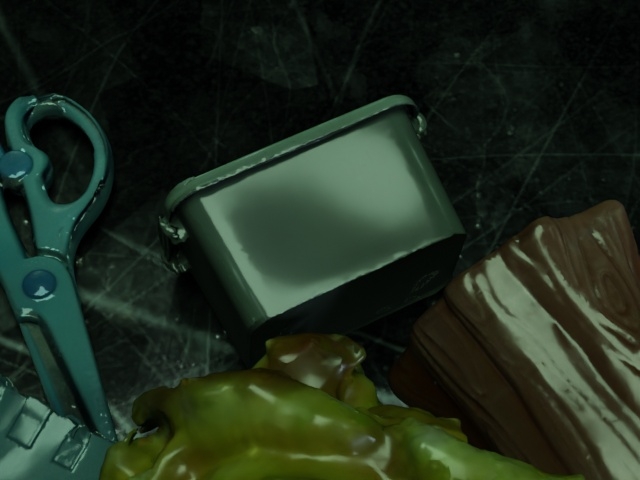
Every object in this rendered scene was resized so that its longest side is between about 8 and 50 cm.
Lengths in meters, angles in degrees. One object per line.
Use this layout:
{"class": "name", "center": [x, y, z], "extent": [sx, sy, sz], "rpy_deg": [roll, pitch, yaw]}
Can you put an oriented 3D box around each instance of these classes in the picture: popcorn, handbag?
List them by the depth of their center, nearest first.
{"class": "popcorn", "center": [0.012, 0.231, 1.105], "extent": [0.321, 0.325, 0.290], "rpy_deg": [28, 86, 44]}
{"class": "handbag", "center": [-0.250, 0.189, 1.224], "extent": [0.221, 0.057, 0.144], "rpy_deg": [26, 74, 16]}

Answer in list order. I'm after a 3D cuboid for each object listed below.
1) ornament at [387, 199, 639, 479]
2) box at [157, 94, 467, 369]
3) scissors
{"class": "ornament", "center": [0.200, 0.125, 1.200], "extent": [0.235, 0.221, 0.218], "rpy_deg": [-38, 66, 14]}
{"class": "box", "center": [0.000, 0.000, 1.300], "extent": [0.243, 0.163, 0.135], "rpy_deg": [-23, 70, -14]}
{"class": "scissors", "center": [-0.234, 0.035, 1.345], "extent": [0.180, 0.032, 0.393], "rpy_deg": [-20, 61, -7]}
